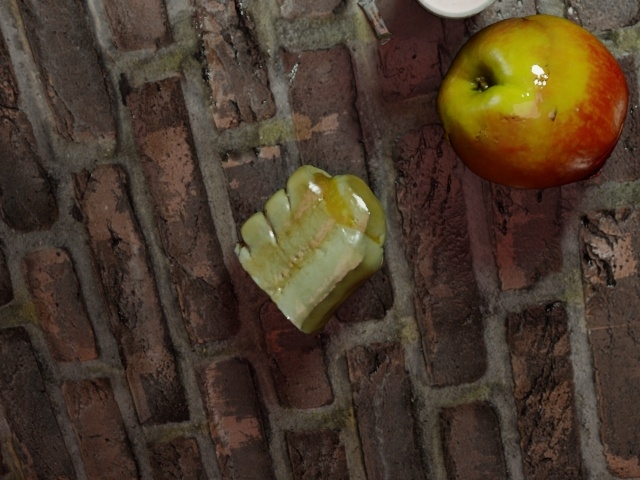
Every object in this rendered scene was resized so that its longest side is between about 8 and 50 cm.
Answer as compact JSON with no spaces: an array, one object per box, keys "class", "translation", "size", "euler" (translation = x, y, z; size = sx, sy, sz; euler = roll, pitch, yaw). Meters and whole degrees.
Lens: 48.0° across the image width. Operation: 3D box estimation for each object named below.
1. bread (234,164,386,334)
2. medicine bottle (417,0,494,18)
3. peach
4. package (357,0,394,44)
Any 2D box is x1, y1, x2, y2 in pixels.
[{"class":"bread","translation":[0.000,0.000,1.641],"size":[0.300,0.210,0.341],"euler":[44,102,18]},{"class":"medicine bottle","translation":[0.259,-0.522,1.377],"size":[0.189,0.332,0.190],"euler":[2,107,8]},{"class":"peach","translation":[0.427,-0.264,1.444],"size":[0.369,0.370,0.370],"euler":[2,107,8]},{"class":"package","translation":[0.123,-0.485,1.575],"size":[0.037,0.015,0.110],"euler":[-27,100,20]}]
